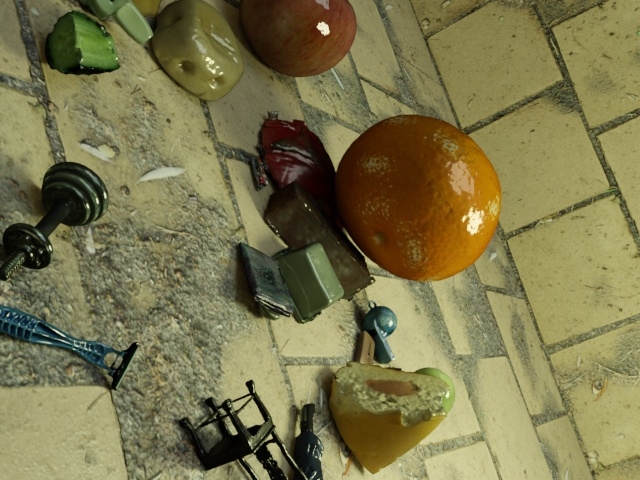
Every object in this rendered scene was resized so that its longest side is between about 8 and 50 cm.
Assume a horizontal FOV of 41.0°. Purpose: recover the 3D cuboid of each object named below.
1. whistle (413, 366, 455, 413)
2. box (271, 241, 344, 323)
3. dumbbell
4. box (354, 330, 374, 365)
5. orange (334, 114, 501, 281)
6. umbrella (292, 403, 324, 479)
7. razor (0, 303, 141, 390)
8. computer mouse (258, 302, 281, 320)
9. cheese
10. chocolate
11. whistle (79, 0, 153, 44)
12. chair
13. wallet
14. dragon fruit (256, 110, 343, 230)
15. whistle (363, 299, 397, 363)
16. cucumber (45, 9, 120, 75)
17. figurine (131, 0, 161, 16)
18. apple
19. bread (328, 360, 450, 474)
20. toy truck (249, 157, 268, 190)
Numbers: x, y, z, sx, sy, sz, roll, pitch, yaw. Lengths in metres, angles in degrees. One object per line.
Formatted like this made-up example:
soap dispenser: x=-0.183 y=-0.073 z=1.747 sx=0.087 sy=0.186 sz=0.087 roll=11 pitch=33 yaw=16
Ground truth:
whistle: x=0.231 y=0.405 z=2.110 sx=0.294 sy=0.141 sz=0.141 roll=-22 pitch=87 yaw=-46
box: x=-0.024 y=0.086 z=1.910 sx=0.172 sy=0.093 sz=0.124 roll=64 pitch=25 yaw=-2
dumbbell: x=-0.406 y=-0.023 z=1.277 sx=0.110 sy=0.110 sz=0.254 roll=53 pitch=34 yaw=-23
box: x=0.108 y=0.270 z=2.074 sx=0.048 sy=0.025 sz=0.115 roll=54 pitch=27 yaw=-25
orange: x=0.237 y=-0.107 z=2.049 sx=0.326 sy=0.424 sz=0.423 roll=-41 pitch=107 yaw=-27
umbrella: x=-0.027 y=0.419 z=1.652 sx=0.071 sy=0.071 sz=0.248 roll=43 pitch=26 yaw=-38
razor: x=-0.377 y=0.145 z=1.241 sx=0.253 sy=0.042 sz=0.081 roll=33 pitch=81 yaw=-46
computer mouse: x=-0.098 y=0.140 z=1.786 sx=0.056 sy=0.032 sz=0.110 roll=47 pitch=22 yaw=7
cheese: x=-0.269 y=-0.422 z=1.880 sx=0.235 sy=0.117 sz=0.218 roll=59 pitch=27 yaw=-4
chocolate: x=0.000 y=0.000 z=2.037 sx=0.321 sy=0.112 sz=0.112 roll=48 pitch=20 yaw=-30
whistle: x=-0.419 y=-0.491 z=1.677 sx=0.244 sy=0.110 sz=0.092 roll=50 pitch=-6 yaw=-25
chair: x=-0.121 y=0.365 z=1.452 sx=0.229 sy=0.106 sz=0.113 roll=62 pitch=24 yaw=-4
wallet: x=-0.117 y=0.081 z=1.771 sx=0.111 sy=0.030 sz=0.165 roll=30 pitch=25 yaw=-36
dragon fruit: x=-0.037 y=-0.173 z=2.129 sx=0.282 sy=0.100 sz=0.343 roll=-4 pitch=70 yaw=-59
whistle: x=0.159 y=0.222 z=2.148 sx=0.157 sy=0.090 sz=0.090 roll=64 pitch=25 yaw=0
cucumber: x=-0.431 y=-0.343 z=1.539 sx=0.115 sy=0.086 sz=0.193 roll=64 pitch=19 yaw=-4
figurine: x=-0.346 y=-0.594 z=1.818 sx=0.257 sy=0.208 sz=0.180 roll=-77 pitch=160 yaw=-48
apple: x=-0.071 y=-0.588 z=2.268 sx=0.345 sy=0.269 sz=0.344 roll=42 pitch=15 yaw=-14
bread: x=0.133 y=0.341 z=1.855 sx=0.211 sy=0.224 sz=0.183 roll=47 pitch=24 yaw=-17
toy truck: x=-0.142 y=-0.153 z=1.982 sx=0.032 sy=0.024 sz=0.083 roll=1 pitch=62 yaw=-38
